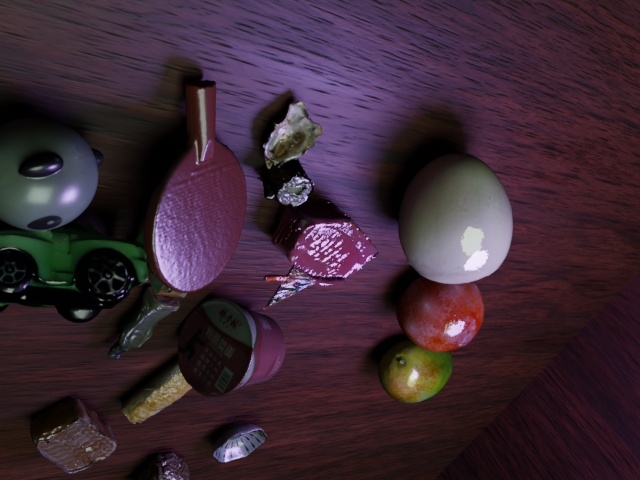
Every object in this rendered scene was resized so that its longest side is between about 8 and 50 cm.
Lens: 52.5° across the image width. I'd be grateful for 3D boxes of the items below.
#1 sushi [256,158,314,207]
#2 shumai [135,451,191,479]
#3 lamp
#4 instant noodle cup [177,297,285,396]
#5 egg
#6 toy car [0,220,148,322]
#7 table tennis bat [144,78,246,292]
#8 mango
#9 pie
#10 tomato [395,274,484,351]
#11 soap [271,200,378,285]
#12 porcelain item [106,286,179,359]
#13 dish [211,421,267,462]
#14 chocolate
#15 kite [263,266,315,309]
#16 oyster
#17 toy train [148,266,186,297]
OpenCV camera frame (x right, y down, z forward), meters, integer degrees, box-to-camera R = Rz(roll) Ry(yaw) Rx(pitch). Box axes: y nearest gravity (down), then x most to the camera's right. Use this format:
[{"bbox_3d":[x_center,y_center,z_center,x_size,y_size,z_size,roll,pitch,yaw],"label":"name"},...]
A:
[{"bbox_3d":[-0.073,-0.123,1.376,0.098,0.084,0.094,-33,147,7],"label":"sushi"},{"bbox_3d":[-0.495,0.763,2.005,0.175,0.166,0.206,-26,119,4],"label":"shumai"},{"bbox_3d":[-0.476,-0.093,1.034,0.244,0.198,0.198,-22,145,13],"label":"lamp"},{"bbox_3d":[-0.210,0.265,1.611,0.235,0.235,0.178,-46,152,16],"label":"instant noodle cup"},{"bbox_3d":[0.328,-0.053,1.595,0.283,0.283,0.345,-23,129,-14],"label":"egg"},{"bbox_3d":[-0.471,0.047,1.193,0.358,0.176,0.213,9,157,-31],"label":"toy car"},{"bbox_3d":[-0.225,-0.091,1.218,0.268,0.051,0.415,-32,134,-51],"label":"table tennis bat"},{"bbox_3d":[0.335,0.446,2.235,0.382,0.201,0.225,14,101,-57],"label":"mango"},{"bbox_3d":[-0.397,0.385,1.721,0.282,0.068,0.128,-39,144,0],"label":"pie"},{"bbox_3d":[0.366,0.212,1.949,0.265,0.265,0.265,-20,142,-17],"label":"tomato"},{"bbox_3d":[0.000,0.000,1.545,0.182,0.112,0.289,-46,141,0],"label":"soap"},{"bbox_3d":[-0.416,0.199,1.492,0.216,0.069,0.081,-48,153,17],"label":"porcelain item"},{"bbox_3d":[-0.270,0.641,2.104,0.190,0.066,0.191,-19,143,-15],"label":"dish"},{"bbox_3d":[-0.623,0.493,1.649,0.148,0.093,0.214,-25,142,-9],"label":"chocolate"},{"bbox_3d":[-0.068,0.105,1.698,0.189,0.009,0.232,5,129,-40],"label":"kite"},{"bbox_3d":[-0.068,-0.207,1.312,0.148,0.051,0.103,-43,125,12],"label":"oyster"},{"bbox_3d":[-0.298,0.044,1.383,0.072,0.099,0.188,13,123,-45],"label":"toy train"}]
